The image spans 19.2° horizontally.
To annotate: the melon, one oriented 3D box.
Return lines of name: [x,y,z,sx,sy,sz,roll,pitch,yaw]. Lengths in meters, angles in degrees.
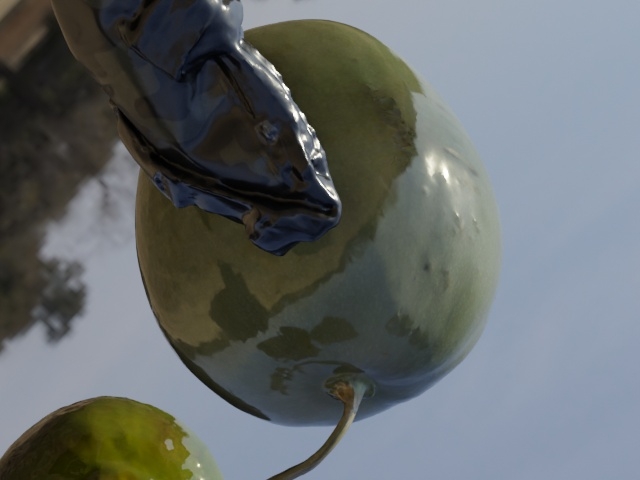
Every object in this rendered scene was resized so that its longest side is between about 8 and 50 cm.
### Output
melon: [-0.005,-0.013,1.319,0.272,0.308,0.272,-29,153,-16]

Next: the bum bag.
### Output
bum bag: [-0.101,-0.135,1.080,0.095,0.340,0.144,-43,-154,-28]

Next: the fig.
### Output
fig: [-0.182,0.229,1.561,0.207,0.207,0.230,-48,-163,-11]
